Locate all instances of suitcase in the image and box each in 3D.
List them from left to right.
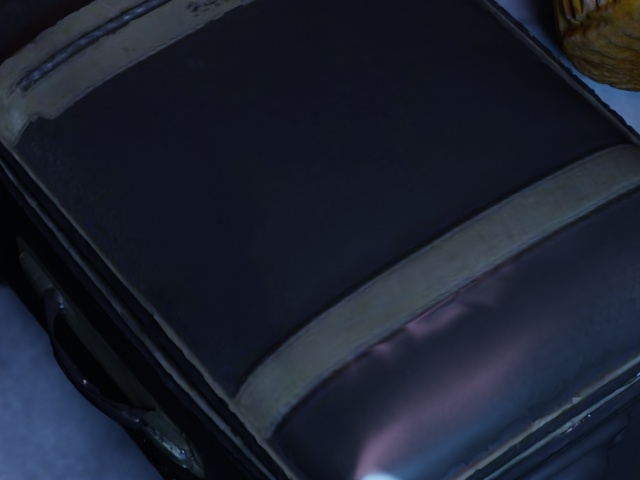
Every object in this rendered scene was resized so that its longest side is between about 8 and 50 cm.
[{"bbox_3d":[0.000,0.000,0.918,0.283,0.194,0.434,-30,59,-23],"label":"suitcase"}]

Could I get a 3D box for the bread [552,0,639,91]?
[{"bbox_3d":[0.235,-0.151,1.114,0.199,0.199,0.104,2,74,-17],"label":"bread"}]
